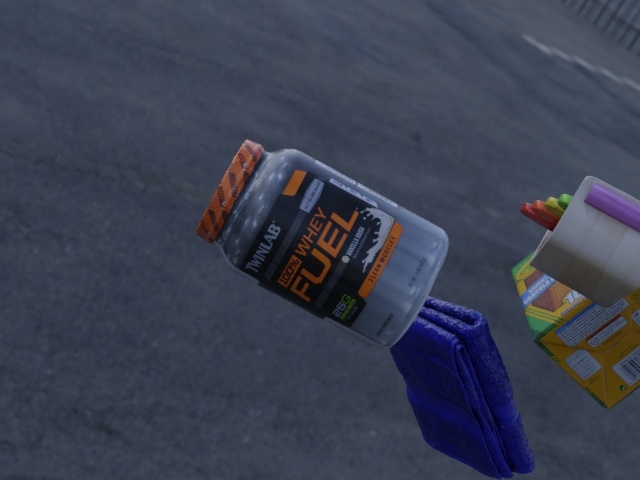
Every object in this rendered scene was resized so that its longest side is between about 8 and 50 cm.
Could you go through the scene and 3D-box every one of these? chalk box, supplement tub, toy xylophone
[{"bbox_3d":[0.425,0.082,1.855,0.179,0.180,0.289,43,17,-20],"label":"chalk box"},{"bbox_3d":[0.000,0.000,1.001,0.190,0.117,0.117,28,20,-3],"label":"supplement tub"},{"bbox_3d":[0.359,0.025,1.464,0.236,0.081,0.322,31,-6,0],"label":"toy xylophone"}]

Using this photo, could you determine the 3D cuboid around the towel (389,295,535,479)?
[{"bbox_3d":[0.195,0.222,1.835,0.228,0.308,0.076,15,46,46],"label":"towel"}]
